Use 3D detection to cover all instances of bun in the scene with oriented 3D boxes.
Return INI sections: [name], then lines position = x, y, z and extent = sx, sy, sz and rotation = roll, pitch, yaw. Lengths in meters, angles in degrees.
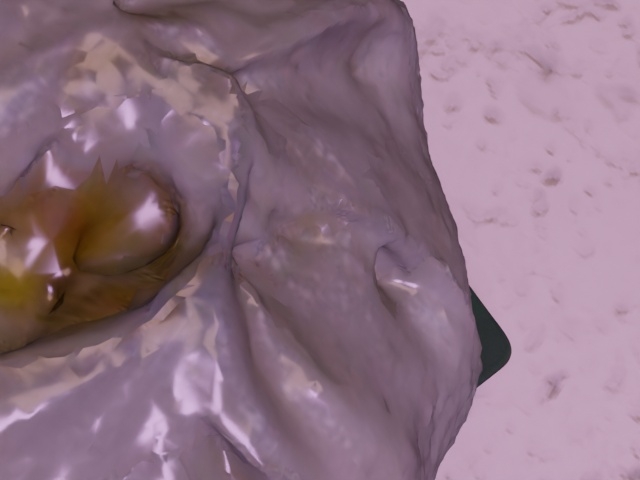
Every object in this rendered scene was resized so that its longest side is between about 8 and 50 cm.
[bun]
position = -0.100, 0.004, 0.513
extent = 0.354, 0.194, 0.354
rotation = 6, 69, -15

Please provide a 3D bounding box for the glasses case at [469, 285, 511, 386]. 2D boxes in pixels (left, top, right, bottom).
[glasses case]
position = 0.000, 0.000, 0.670
extent = 0.078, 0.039, 0.184
rotation = -33, 83, -33
